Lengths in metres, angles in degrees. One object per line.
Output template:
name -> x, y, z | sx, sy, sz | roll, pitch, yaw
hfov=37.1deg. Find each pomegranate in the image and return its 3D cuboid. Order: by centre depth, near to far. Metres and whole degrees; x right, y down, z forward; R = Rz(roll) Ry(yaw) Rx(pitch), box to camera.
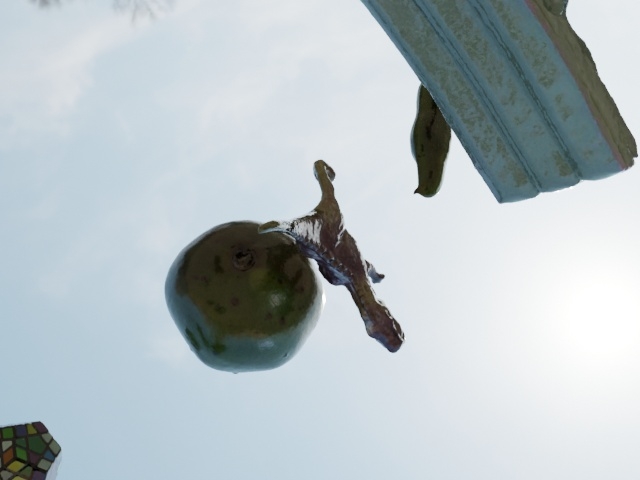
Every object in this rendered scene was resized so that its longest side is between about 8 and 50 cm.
pomegranate -> -0.090, 0.082, 1.137 | 0.187, 0.225, 0.187 | 4, -124, -6

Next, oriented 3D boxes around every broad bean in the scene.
broad bean -> 0.151, -0.175, 1.230 | 0.060, 0.043, 0.297 | 20, -120, -7

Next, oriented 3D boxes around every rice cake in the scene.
rice cake -> 0.119, -0.134, 0.674 | 0.237, 0.127, 0.043 | 54, -131, -13

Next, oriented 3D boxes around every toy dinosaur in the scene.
toy dinosaur -> 0.005, -0.002, 0.976 | 0.072, 0.251, 0.199 | -26, -140, 5

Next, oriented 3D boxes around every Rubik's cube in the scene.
Rubik's cube -> -0.421, 0.308, 1.313 | 0.133, 0.112, 0.133 | -9, -121, 15
